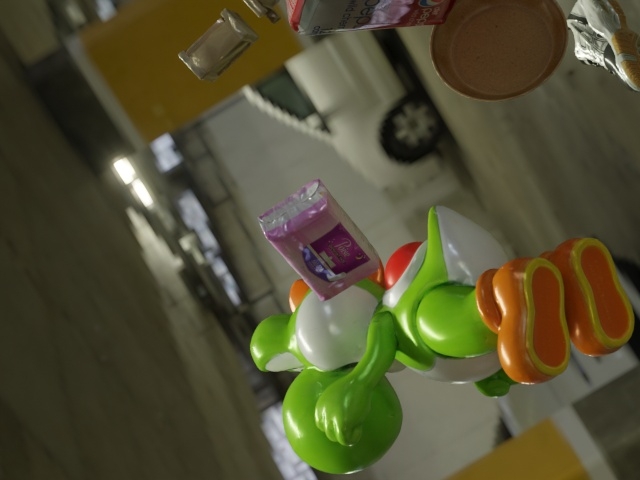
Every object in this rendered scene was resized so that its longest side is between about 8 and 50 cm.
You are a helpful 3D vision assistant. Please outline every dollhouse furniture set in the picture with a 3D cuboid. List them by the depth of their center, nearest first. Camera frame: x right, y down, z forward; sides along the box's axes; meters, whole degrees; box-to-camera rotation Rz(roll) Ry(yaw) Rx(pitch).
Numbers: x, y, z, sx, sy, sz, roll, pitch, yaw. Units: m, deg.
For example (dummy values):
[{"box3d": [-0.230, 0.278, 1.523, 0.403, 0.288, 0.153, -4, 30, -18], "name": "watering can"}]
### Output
[{"box3d": [-0.073, -0.227, 1.248, 0.101, 0.182, 0.161, 48, -170, 6], "name": "dollhouse furniture set"}]

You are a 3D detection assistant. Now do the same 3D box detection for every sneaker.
[{"box3d": [0.175, -0.115, 0.967, 0.032, 0.037, 0.083, 10, -137, -33], "name": "sneaker"}]

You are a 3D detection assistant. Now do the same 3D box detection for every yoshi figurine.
[{"box3d": [0.089, 0.116, 1.416, 0.203, 0.362, 0.203, 45, -129, -29], "name": "yoshi figurine"}]

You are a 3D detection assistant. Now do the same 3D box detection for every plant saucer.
[{"box3d": [0.108, -0.117, 0.957, 0.083, 0.083, 0.015, 60, -179, 27], "name": "plant saucer"}]

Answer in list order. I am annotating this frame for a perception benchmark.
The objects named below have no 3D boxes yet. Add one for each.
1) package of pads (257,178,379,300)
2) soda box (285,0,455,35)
[{"box3d": [0.000, 0.000, 1.064, 0.083, 0.050, 0.032, 50, -166, -45], "name": "package of pads"}, {"box3d": [0.009, -0.245, 0.850, 0.083, 0.092, 0.263, 118, 143, -67], "name": "soda box"}]
